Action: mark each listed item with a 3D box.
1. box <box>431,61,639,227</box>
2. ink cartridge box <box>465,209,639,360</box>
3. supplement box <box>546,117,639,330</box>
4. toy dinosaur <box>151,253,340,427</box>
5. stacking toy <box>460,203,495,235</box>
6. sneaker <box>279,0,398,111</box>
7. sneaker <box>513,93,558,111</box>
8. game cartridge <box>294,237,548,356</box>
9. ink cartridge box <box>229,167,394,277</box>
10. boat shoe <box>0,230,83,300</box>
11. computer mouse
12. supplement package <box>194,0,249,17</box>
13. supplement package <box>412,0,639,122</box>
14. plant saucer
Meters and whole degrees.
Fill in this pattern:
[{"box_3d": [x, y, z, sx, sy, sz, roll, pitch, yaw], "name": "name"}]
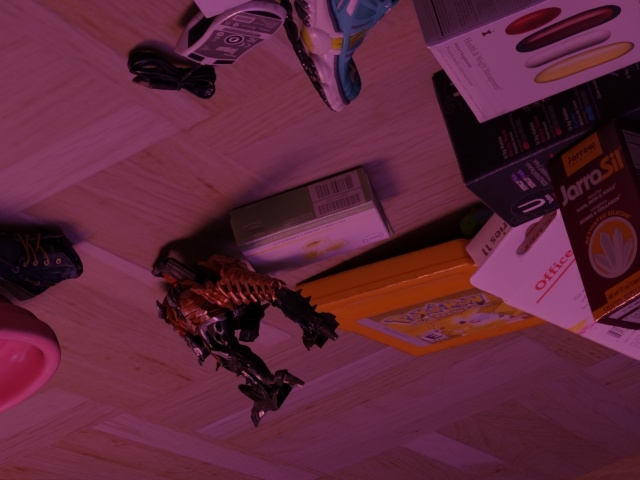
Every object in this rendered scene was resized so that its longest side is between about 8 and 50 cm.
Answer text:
[{"box_3d": [0.283, -0.146, 1.984, 0.270, 0.143, 0.165, -23, 154, 17], "name": "box"}, {"box_3d": [0.329, -0.001, 2.253, 0.353, 0.119, 0.207, 23, 113, -40], "name": "ink cartridge box"}, {"box_3d": [0.315, -0.016, 1.875, 0.081, 0.188, 0.104, 11, 144, -41], "name": "supplement box"}, {"box_3d": [-0.106, 0.093, 2.182, 0.164, 0.218, 0.322, -50, -172, 0], "name": "toy dinosaur"}, {"box_3d": [0.287, -0.012, 2.407, 0.221, 0.052, 0.167, -15, 157, -2], "name": "stacking toy"}, {"box_3d": [0.025, -0.212, 1.727, 0.110, 0.107, 0.275, -23, 158, -8], "name": "sneaker"}, {"box_3d": [0.254, -0.222, 1.865, 0.225, 0.093, 0.088, -26, 143, 28], "name": "sneaker"}, {"box_3d": [0.166, 0.080, 2.477, 0.285, 0.053, 0.323, -17, 160, 28], "name": "game cartridge"}, {"box_3d": [0.000, 0.000, 2.243, 0.171, 0.056, 0.235, -19, 155, 5], "name": "ink cartridge box"}, {"box_3d": [-0.331, 0.013, 2.047, 0.083, 0.065, 0.183, -22, 162, 7], "name": "boat shoe"}, {"box_3d": [-0.100, -0.195, 1.751, 0.106, 0.042, 0.193, 9, 153, -36], "name": "computer mouse"}, {"box_3d": [-0.067, -0.304, 1.266, 0.139, 0.244, 0.134, -20, 157, 8], "name": "supplement package"}, {"box_3d": [0.199, -0.239, 1.711, 0.203, 0.149, 0.194, -21, 157, 13], "name": "supplement package"}, {"box_3d": [-0.462, 0.140, 2.064, 0.332, 0.084, 0.332, -16, 159, -6], "name": "plant saucer"}]
